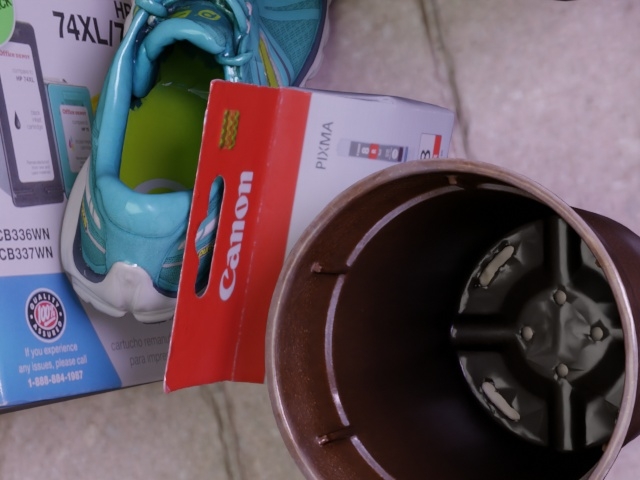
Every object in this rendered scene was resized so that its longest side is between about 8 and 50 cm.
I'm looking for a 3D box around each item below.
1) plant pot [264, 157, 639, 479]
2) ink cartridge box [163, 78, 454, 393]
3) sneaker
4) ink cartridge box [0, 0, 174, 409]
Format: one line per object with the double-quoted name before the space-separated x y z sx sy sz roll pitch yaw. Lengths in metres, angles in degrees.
"plant pot" 0.085 0.049 0.796 0.167 0.165 0.167 0 90 26
"ink cartridge box" 0.000 0.000 0.829 0.045 0.179 0.145 13 97 26
"sneaker" -0.052 -0.093 0.847 0.107 0.110 0.275 12 61 -1
"ink cartridge box" -0.209 -0.038 0.922 0.197 0.198 0.270 -13 86 26
